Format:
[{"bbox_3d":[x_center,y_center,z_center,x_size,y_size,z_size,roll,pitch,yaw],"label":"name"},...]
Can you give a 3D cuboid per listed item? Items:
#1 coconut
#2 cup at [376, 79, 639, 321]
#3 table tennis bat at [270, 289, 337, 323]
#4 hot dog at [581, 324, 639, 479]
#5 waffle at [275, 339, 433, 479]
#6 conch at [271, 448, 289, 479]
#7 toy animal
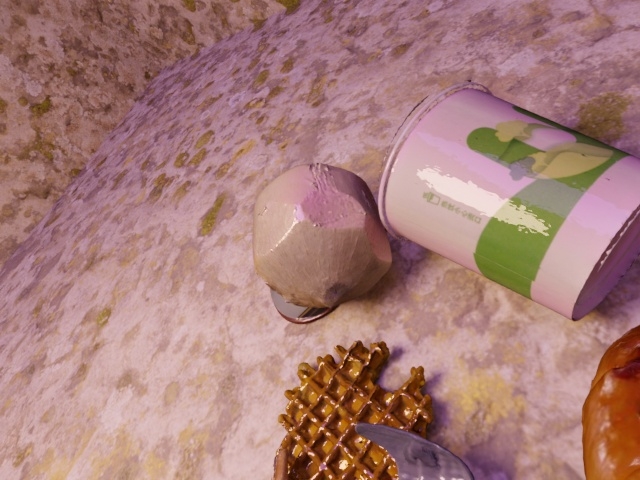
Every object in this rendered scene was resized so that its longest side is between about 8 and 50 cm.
[{"bbox_3d":[-0.002,0.001,0.643,0.227,0.227,0.230,-25,40,15],"label":"coconut"},{"bbox_3d":[0.254,-0.047,0.523,0.253,0.253,0.274,-44,49,-6],"label":"cup"},{"bbox_3d":[-0.029,0.033,0.806,0.174,0.022,0.301,-27,44,11],"label":"table tennis bat"},{"bbox_3d":[0.334,0.193,0.196,0.368,0.196,0.365,18,31,15],"label":"hot dog"},{"bbox_3d":[0.042,0.249,0.539,0.229,0.051,0.231,-17,47,23],"label":"waffle"},{"bbox_3d":[-0.030,0.403,0.419,0.093,0.109,0.330,-3,50,9],"label":"conch"},{"bbox_3d":[0.104,0.314,0.393,0.256,0.176,0.238,-15,65,46],"label":"toy animal"}]
